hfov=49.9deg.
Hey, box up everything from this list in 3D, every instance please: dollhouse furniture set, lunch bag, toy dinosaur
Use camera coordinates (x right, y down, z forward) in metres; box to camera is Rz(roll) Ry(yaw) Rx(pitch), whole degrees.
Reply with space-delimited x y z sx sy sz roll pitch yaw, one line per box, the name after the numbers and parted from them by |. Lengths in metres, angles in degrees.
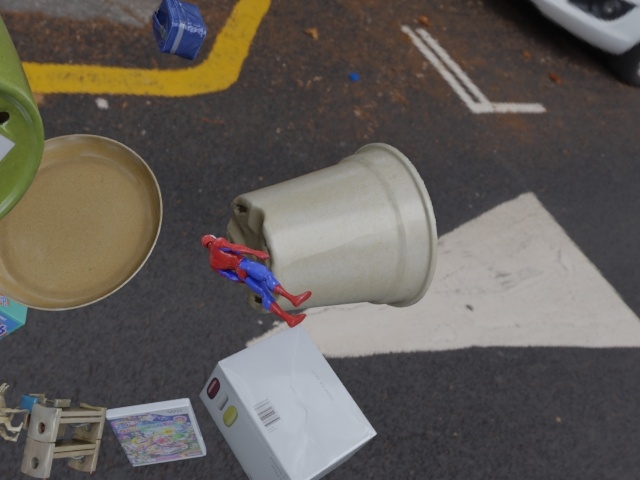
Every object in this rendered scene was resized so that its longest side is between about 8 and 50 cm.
-0.538 0.375 1.336 0.129 0.183 0.129 25 71 -61 | dollhouse furniture set
-0.229 -0.338 1.085 0.065 0.067 0.098 7 43 -36 | lunch bag
-0.594 0.335 1.258 0.092 0.053 0.183 23 17 -12 | toy dinosaur

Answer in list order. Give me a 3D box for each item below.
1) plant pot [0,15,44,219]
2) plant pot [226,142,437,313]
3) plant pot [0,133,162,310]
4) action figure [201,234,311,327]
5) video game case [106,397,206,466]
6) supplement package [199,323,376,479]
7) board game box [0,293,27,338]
-0.332 -0.128 0.462 0.293 0.275 0.274 41 41 20 | plant pot
0.000 0.000 1.314 0.305 0.334 0.334 -13 58 -26 | plant pot
-0.313 -0.023 0.868 0.236 0.032 0.237 -1 70 2 | plant pot
-0.057 0.026 0.563 0.115 0.038 0.030 32 43 25 | action figure
-0.179 0.215 0.766 0.087 0.122 0.011 -7 48 -4 | video game case
-0.067 0.330 1.307 0.204 0.145 0.262 -21 65 -38 | supplement package
-0.629 0.134 1.148 0.160 0.210 0.047 48 16 -41 | board game box
